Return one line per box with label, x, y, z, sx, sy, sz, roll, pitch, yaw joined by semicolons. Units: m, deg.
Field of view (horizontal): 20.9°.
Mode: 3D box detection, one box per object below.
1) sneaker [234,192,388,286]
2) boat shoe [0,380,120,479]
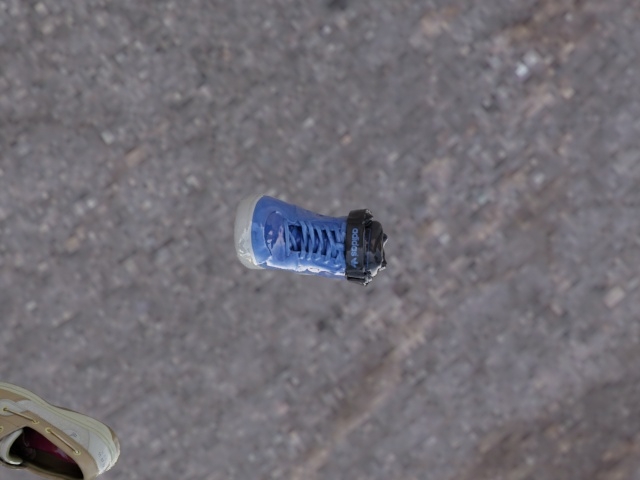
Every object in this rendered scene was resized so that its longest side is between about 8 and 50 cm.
sneaker;0.000;-0.001;1.248;0.085;0.058;0.152;0;170;22
boat shoe;-0.207;0.134;1.196;0.045;0.135;0.050;-49;146;-55
